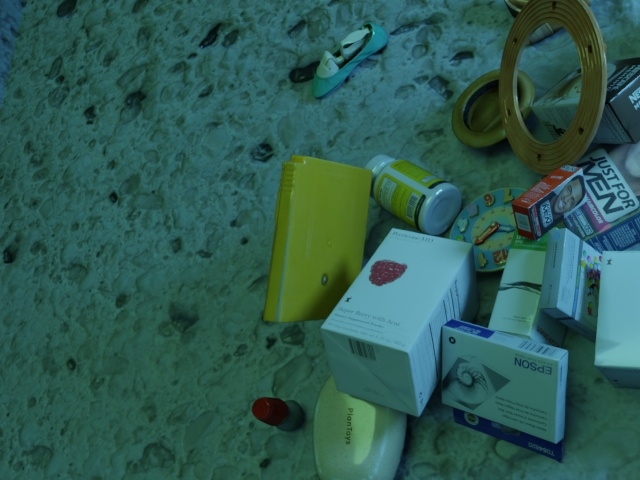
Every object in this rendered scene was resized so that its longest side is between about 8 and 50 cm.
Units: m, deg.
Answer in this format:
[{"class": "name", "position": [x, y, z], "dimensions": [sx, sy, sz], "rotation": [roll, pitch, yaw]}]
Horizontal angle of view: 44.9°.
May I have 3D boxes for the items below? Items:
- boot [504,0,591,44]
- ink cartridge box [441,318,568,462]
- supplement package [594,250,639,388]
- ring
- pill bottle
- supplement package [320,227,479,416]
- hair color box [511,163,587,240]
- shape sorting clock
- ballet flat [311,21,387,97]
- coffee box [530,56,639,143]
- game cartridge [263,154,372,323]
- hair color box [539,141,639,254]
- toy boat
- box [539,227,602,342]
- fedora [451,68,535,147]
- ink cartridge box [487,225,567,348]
[{"class": "boot", "position": [0.497, -0.544, 1.730], "dimensions": [0.152, 0.073, 0.197], "rotation": [-32, 64, 18]}, {"class": "ink cartridge box", "position": [0.314, 0.266, 1.345], "dimensions": [0.223, 0.045, 0.224], "rotation": [12, 117, 38]}, {"class": "supplement package", "position": [0.597, 0.132, 1.250], "dimensions": [0.261, 0.145, 0.204], "rotation": [-3, 65, 34]}, {"class": "ring", "position": [0.427, -0.291, 1.434], "dimensions": [0.032, 0.337, 0.337], "rotation": [-5, 53, -16]}, {"class": "pill bottle", "position": [0.190, -0.104, 1.671], "dimensions": [0.208, 0.119, 0.119], "rotation": [35, 88, 41]}, {"class": "supplement package", "position": [0.157, 0.142, 1.439], "dimensions": [0.177, 0.175, 0.293], "rotation": [12, 44, 30]}, {"class": "hair color box", "position": [0.402, -0.068, 1.358], "dimensions": [0.141, 0.072, 0.043], "rotation": [-35, 32, -22]}, {"class": "shape sorting clock", "position": [0.353, -0.025, 1.558], "dimensions": [0.206, 0.040, 0.206], "rotation": [-20, 49, 25]}, {"class": "ballet flat", "position": [0.056, -0.469, 1.978], "dimensions": [0.247, 0.087, 0.083], "rotation": [-38, 51, 12]}, {"class": "coffee box", "position": [0.530, -0.259, 1.445], "dimensions": [0.141, 0.098, 0.246], "rotation": [-41, 17, -9]}, {"class": "game cartridge", "position": [0.000, 0.000, 1.573], "dimensions": [0.052, 0.285, 0.324], "rotation": [7, 92, 34]}, {"class": "hair color box", "position": [0.600, -0.119, 1.408], "dimensions": [0.347, 0.105, 0.174], "rotation": [-31, 52, 17]}, {"class": "toy boat", "position": [0.025, 0.356, 1.540], "dimensions": [0.318, 0.148, 0.268], "rotation": [2, 72, 27]}, {"class": "box", "position": [0.452, 0.081, 1.347], "dimensions": [0.038, 0.186, 0.145], "rotation": [-9, 60, 46]}, {"class": "fedora", "position": [0.378, -0.272, 1.658], "dimensions": [0.194, 0.079, 0.194], "rotation": [-18, 60, 33]}, {"class": "ink cartridge box", "position": [0.392, 0.098, 1.403], "dimensions": [0.086, 0.153, 0.208], "rotation": [6, 69, 39]}]
